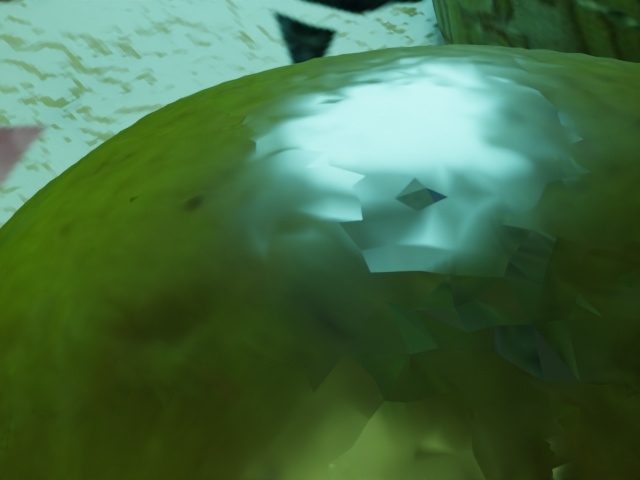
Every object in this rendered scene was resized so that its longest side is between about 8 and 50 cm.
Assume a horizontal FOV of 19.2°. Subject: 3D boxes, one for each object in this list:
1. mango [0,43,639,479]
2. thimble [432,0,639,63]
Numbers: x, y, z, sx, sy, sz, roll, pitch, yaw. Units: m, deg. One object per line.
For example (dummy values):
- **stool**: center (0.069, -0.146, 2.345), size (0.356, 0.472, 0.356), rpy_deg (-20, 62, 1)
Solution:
- **mango**: center (0.091, 0.066, 0.551), size (0.445, 0.221, 0.301), rpy_deg (-13, 50, -35)
- **thimble**: center (0.148, -0.113, 0.723), size (0.190, 0.143, 0.137), rpy_deg (7, 55, -12)
